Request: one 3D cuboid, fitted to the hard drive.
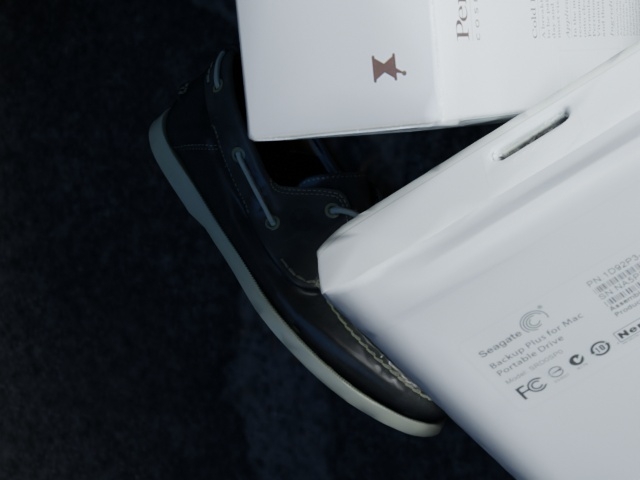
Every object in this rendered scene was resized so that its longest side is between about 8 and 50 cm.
[{"bbox_3d":[0.171,0.052,0.787,0.203,0.307,0.040,-32,36,20],"label":"hard drive"}]

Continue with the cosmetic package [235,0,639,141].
[{"bbox_3d":[0.062,-0.238,0.805,0.097,0.284,0.377,-3,94,29],"label":"cosmetic package"}]

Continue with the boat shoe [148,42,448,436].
[{"bbox_3d":[0.000,0.000,0.983,0.079,0.084,0.233,-45,72,26],"label":"boat shoe"}]
